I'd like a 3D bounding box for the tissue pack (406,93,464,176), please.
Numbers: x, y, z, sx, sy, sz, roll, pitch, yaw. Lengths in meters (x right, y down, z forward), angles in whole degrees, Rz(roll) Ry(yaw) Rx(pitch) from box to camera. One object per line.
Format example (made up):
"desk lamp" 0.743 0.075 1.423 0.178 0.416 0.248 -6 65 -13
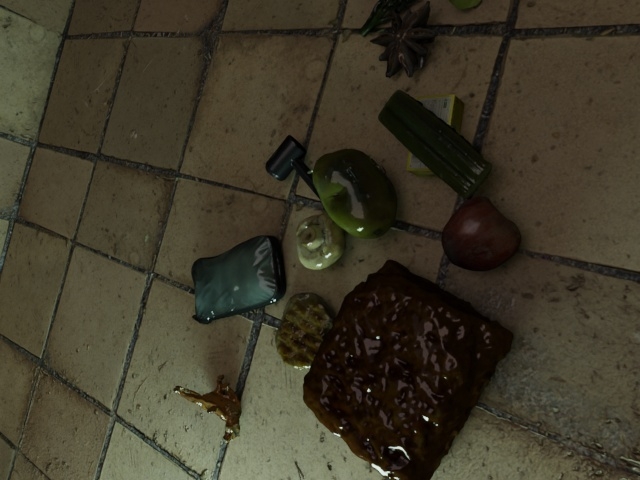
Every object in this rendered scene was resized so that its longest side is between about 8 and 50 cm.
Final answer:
"tissue pack" 0.260 -0.235 1.382 0.095 0.062 0.176 5 83 36

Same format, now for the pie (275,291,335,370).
"pie" -0.035 0.228 1.523 0.195 0.046 0.195 -10 74 38

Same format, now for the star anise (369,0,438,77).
"star anise" 0.208 -0.488 1.476 0.195 0.065 0.182 -54 51 28

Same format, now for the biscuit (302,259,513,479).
"biscuit" 0.159 0.273 1.288 0.342 0.166 0.395 33 102 39

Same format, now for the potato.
"potato" 0.083 -0.114 1.434 0.169 0.143 0.248 -34 62 9

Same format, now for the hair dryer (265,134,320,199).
"hair dryer" -0.042 -0.157 1.610 0.114 0.070 0.248 -48 65 19

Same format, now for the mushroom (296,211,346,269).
"mushroom" 0.000 0.000 1.502 0.148 0.112 0.148 -11 68 29

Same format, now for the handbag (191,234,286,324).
"handbag" -0.241 0.111 1.695 0.332 0.075 0.192 -19 72 30

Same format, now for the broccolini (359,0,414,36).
"broccolini" 0.169 -0.587 1.527 0.202 0.068 0.091 -41 78 25

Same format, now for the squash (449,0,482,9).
"squash" 0.370 -0.619 1.374 0.200 0.075 0.090 -54 32 42

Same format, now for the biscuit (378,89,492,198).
"biscuit" 0.239 -0.220 1.333 0.099 0.038 0.322 -52 57 19

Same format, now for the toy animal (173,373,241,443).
"toy animal" -0.301 0.435 1.667 0.255 0.114 0.116 15 133 43

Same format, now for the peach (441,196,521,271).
"peach" 0.317 -0.007 1.249 0.152 0.152 0.152 -9 75 36
